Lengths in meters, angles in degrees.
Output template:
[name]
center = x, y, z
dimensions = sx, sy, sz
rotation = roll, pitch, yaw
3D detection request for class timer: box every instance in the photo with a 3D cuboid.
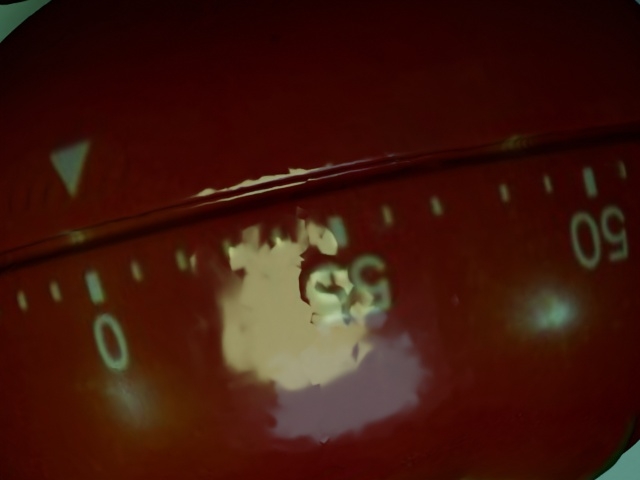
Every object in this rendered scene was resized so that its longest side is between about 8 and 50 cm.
[timer]
center = 0.000, 0.000, 0.883
dimensions = 0.378, 0.378, 0.279
rotation = -12, 85, 1

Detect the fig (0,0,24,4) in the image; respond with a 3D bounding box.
[fig]
center = -0.177, -0.151, 0.921
dimensions = 0.125, 0.089, 0.089
rotation = -16, 134, 37
